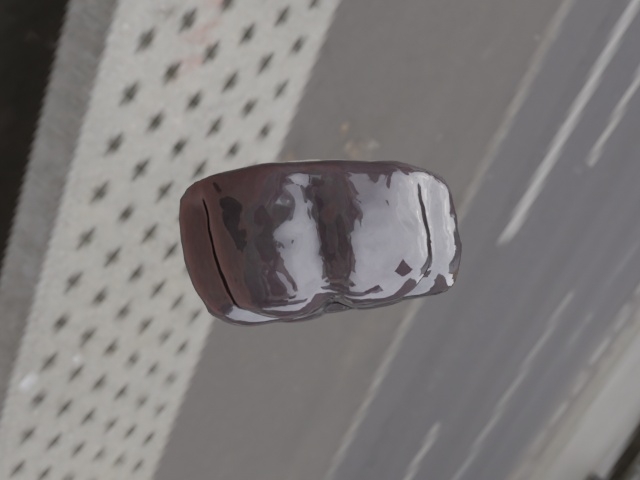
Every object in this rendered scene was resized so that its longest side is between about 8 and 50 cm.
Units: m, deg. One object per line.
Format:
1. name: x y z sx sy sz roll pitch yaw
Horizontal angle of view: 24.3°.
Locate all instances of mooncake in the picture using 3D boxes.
1. mooncake: 0.000 0.000 1.315 0.245 0.133 0.245 -9 174 -1
